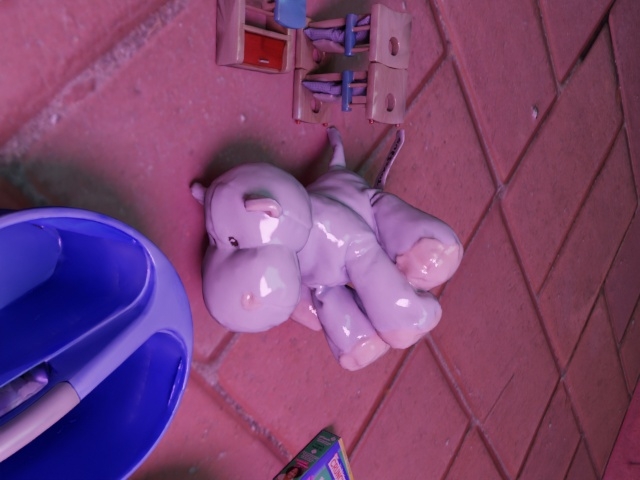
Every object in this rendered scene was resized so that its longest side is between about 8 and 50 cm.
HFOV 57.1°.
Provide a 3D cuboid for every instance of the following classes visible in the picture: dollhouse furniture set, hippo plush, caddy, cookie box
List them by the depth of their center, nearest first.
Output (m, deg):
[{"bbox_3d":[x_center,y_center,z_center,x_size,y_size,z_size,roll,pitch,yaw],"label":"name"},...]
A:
[{"bbox_3d":[-0.254,0.113,0.426,0.341,0.179,0.241,-36,123,-37],"label":"caddy"},{"bbox_3d":[0.000,0.000,0.634,0.236,0.234,0.295,8,92,-48],"label":"hippo plush"},{"bbox_3d":[-0.005,-0.199,0.666,0.183,0.129,0.129,-7,102,-47],"label":"dollhouse furniture set"},{"bbox_3d":[-0.007,0.340,0.833,0.107,0.040,0.092,-36,121,-38],"label":"cookie box"}]
